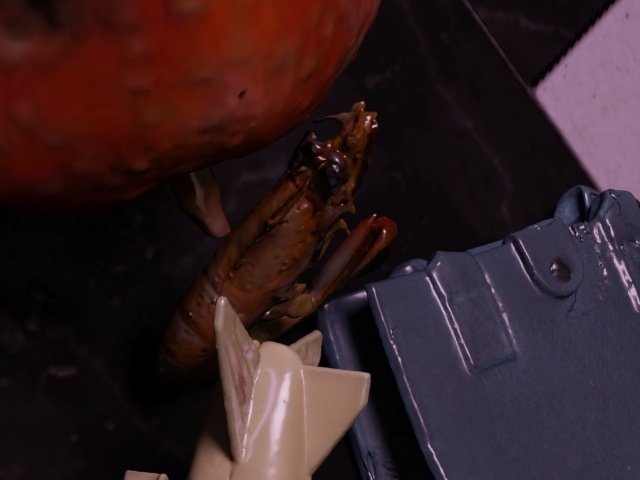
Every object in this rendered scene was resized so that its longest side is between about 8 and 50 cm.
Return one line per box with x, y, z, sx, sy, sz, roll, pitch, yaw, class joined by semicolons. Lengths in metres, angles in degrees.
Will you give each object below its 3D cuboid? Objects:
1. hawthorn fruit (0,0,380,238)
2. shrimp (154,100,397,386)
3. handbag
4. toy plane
-0.095;-0.135;0.710;0.275;0.275;0.299;-34;108;-39;hawthorn fruit
0.001;0.001;0.803;0.124;0.178;0.034;-18;61;-47;shrimp
0.114;0.067;0.937;0.229;0.062;0.179;-14;85;-40;handbag
-0.037;0.149;0.759;0.229;0.092;0.244;27;74;-68;toy plane
